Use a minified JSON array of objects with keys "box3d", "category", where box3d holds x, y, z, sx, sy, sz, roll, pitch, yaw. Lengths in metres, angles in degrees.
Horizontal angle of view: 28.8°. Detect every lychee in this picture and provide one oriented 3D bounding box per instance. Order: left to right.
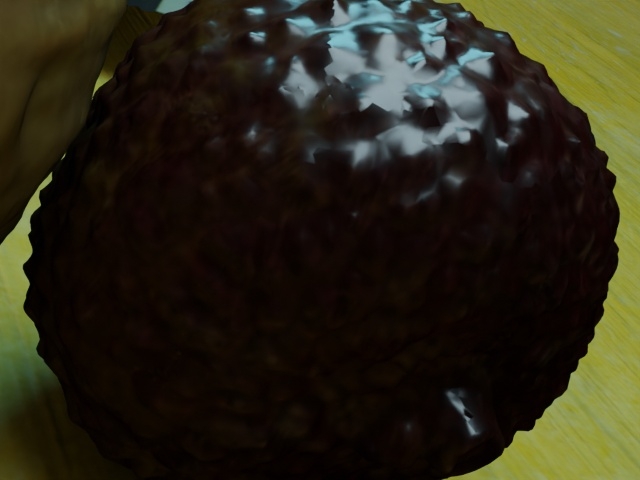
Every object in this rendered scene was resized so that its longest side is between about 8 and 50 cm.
[{"box3d":[0.000,0.000,0.562,0.260,0.261,0.261,20,23,-9],"category":"lychee"}]

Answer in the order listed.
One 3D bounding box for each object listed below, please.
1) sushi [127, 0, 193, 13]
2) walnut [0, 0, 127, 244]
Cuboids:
[{"box3d":[-0.211,-0.261,1.158,0.296,0.100,0.373,13,34,-3],"category":"sushi"},{"box3d":[-0.237,-0.091,0.462,0.306,0.306,0.344,36,40,26],"category":"walnut"}]
